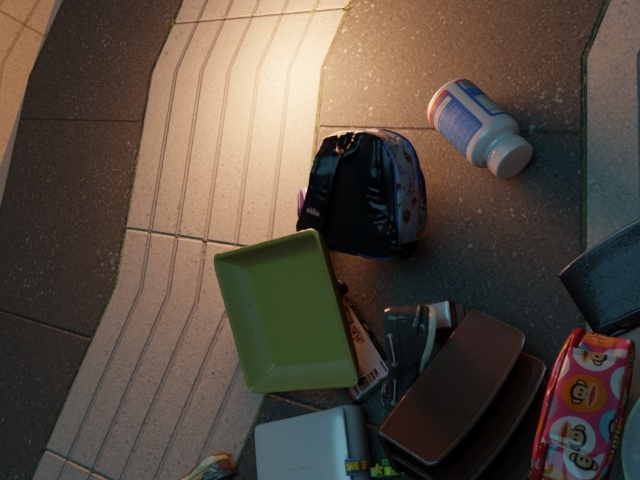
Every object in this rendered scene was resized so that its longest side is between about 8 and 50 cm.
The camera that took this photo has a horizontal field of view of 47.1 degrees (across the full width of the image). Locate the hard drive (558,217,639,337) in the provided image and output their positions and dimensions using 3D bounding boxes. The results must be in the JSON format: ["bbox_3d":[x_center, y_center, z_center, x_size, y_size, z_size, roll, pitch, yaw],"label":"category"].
[{"bbox_3d":[0.568,0.052,1.314,0.255,0.054,0.172,-36,58,20],"label":"hard drive"}]

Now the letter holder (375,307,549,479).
[{"bbox_3d":[0.282,0.307,1.289,0.214,0.152,0.302,25,61,36],"label":"letter holder"}]

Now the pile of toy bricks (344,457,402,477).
[{"bbox_3d":[0.141,0.439,1.393,0.212,0.105,0.118,-3,70,-6],"label":"pile of toy bricks"}]

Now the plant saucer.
[{"bbox_3d":[-0.063,0.156,1.601,0.333,0.081,0.332,-14,92,42],"label":"plant saucer"}]

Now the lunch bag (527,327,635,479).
[{"bbox_3d":[0.433,0.315,1.201,0.120,0.258,0.293,12,60,29],"label":"lunch bag"}]

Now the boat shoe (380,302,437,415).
[{"bbox_3d":[0.152,0.246,1.401,0.096,0.335,0.112,9,39,5],"label":"boat shoe"}]

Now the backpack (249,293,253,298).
[{"bbox_3d":[-0.162,0.137,1.759,0.098,0.101,0.120,-21,67,35],"label":"backpack"}]

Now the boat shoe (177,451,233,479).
[{"bbox_3d":[-0.292,0.586,1.710,0.223,0.080,0.073,-44,50,9],"label":"boat shoe"}]

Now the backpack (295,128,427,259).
[{"bbox_3d":[0.104,-0.107,1.564,0.277,0.213,0.263,8,110,34],"label":"backpack"}]

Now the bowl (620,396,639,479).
[{"bbox_3d":[0.624,0.340,1.116,0.290,0.156,0.289,-12,68,31],"label":"bowl"}]

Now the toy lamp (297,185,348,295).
[{"bbox_3d":[0.000,0.000,1.710,0.080,0.080,0.274,-25,64,25],"label":"toy lamp"}]

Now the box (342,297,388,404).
[{"bbox_3d":[0.069,0.240,1.604,0.114,0.036,0.207,-42,56,16],"label":"box"}]

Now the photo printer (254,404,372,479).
[{"bbox_3d":[-0.011,0.518,1.522,0.256,0.107,0.307,-19,65,28],"label":"photo printer"}]

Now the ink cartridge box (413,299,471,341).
[{"bbox_3d":[0.238,0.162,1.454,0.099,0.135,0.056,-15,70,31],"label":"ink cartridge box"}]

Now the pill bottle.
[{"bbox_3d":[0.332,-0.228,1.526,0.124,0.124,0.221,-45,55,14],"label":"pill bottle"}]
